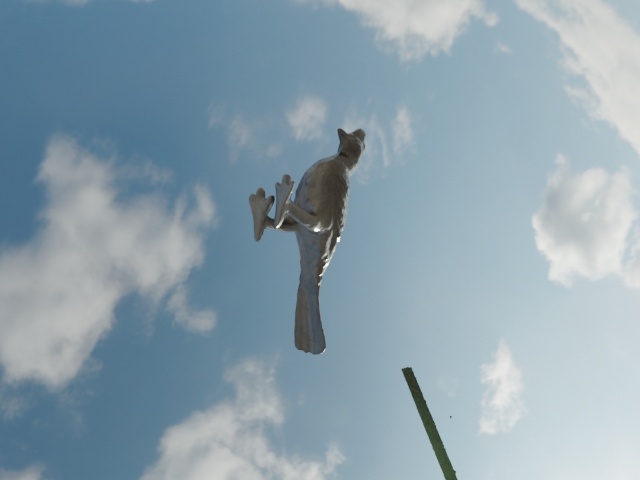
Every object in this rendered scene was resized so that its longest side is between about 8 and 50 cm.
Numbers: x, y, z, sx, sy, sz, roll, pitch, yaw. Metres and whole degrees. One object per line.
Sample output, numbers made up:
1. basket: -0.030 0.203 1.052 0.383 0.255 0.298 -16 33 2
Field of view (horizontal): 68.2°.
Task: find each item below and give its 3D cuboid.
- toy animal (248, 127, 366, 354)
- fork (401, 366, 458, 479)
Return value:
1. toy animal: -0.014 -0.024 0.661 0.206 0.081 0.366 25 -104 -56
2. fork: 0.096 0.182 0.268 0.039 0.021 0.235 3 -123 -38
